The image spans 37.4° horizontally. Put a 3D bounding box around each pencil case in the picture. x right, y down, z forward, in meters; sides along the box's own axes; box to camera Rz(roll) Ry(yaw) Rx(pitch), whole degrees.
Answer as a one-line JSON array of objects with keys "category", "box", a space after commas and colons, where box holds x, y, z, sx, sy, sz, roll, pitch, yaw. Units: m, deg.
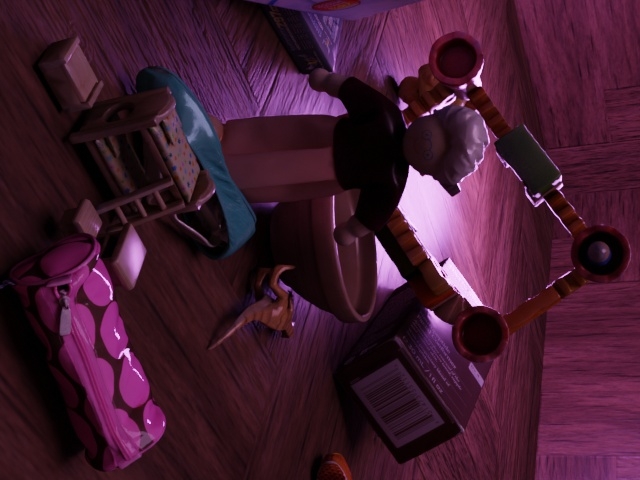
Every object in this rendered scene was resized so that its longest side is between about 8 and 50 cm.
[{"category": "pencil case", "box": [-0.202, 0.104, 0.832, 0.095, 0.098, 0.209, -27, 116, -20]}]

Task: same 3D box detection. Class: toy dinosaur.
[{"category": "toy dinosaur", "box": [-0.066, 0.088, 1.211, 0.211, 0.064, 0.112, 21, 68, -66]}]

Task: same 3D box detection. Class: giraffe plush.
[{"category": "giraffe plush", "box": [0.224, -0.225, 1.908, 0.210, 0.181, 0.171, 120, -10, -65]}]

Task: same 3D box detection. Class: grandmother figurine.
[{"category": "grandmother figurine", "box": [0.027, -0.096, 1.102, 0.104, 0.342, 0.208, -47, 128, -61]}]

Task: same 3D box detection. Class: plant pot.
[{"category": "plant pot", "box": [0.000, 0.000, 1.314, 0.237, 0.109, 0.237, -7, 90, -73]}]

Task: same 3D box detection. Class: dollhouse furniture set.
[{"category": "dollhouse furniture set", "box": [-0.185, -0.075, 0.867, 0.161, 0.101, 0.182, -81, 156, -48]}]

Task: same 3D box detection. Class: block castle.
[{"category": "block castle", "box": [0.229, -0.063, 1.467, 0.453, 0.303, 0.213, 57, 8, 14]}]

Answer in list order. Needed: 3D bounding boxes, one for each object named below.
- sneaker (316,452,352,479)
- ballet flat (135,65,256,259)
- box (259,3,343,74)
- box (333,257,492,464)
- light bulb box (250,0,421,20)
[{"category": "sneaker", "box": [0.035, 0.401, 1.405, 0.067, 0.064, 0.175, -41, 127, -75]}, {"category": "ballet flat", "box": [-0.143, -0.070, 1.035, 0.087, 0.083, 0.247, -59, 139, -34]}, {"category": "box", "box": [-0.030, -0.387, 1.392, 0.233, 0.059, 0.183, 52, 41, -54]}, {"category": "box", "box": [0.182, 0.194, 1.624, 0.191, 0.143, 0.381, 54, 25, -4]}, {"category": "light bulb box", "box": [0.061, -0.420, 1.123, 0.361, 0.357, 0.225, -6, 92, -50]}]
